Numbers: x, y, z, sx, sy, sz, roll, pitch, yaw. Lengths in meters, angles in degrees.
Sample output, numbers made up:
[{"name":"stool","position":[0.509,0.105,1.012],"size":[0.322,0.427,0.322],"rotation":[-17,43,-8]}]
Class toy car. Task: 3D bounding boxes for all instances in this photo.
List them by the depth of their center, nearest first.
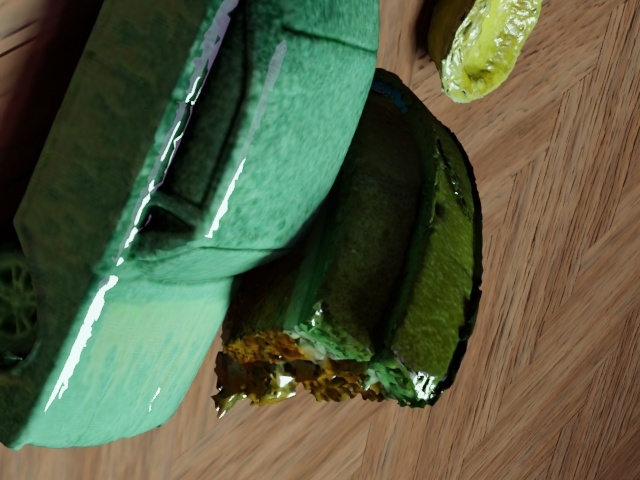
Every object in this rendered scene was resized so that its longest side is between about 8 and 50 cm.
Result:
[{"name":"toy car","position":[-0.048,-0.053,0.716],"size":[0.141,0.097,0.321],"rotation":[1,116,-64]}]

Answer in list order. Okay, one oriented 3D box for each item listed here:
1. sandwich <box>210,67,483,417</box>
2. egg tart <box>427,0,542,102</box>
[{"name":"sandwich","position":[0.003,-0.011,0.829],"size":[0.159,0.079,0.235],"rotation":[-30,-145,38]},{"name":"egg tart","position":[0.094,-0.128,0.996],"size":[0.105,0.039,0.105],"rotation":[-46,153,-31]}]
